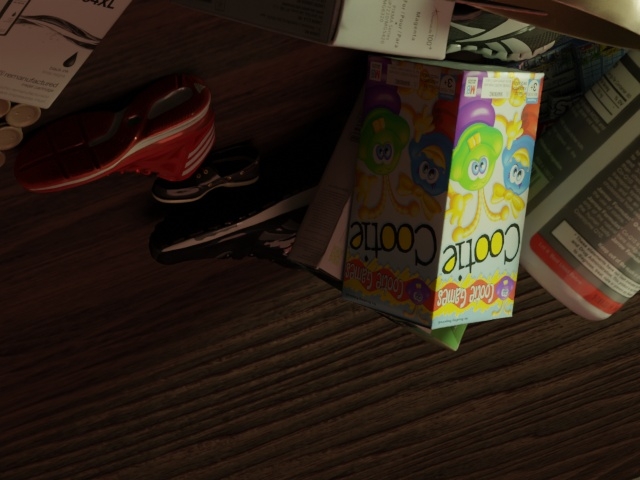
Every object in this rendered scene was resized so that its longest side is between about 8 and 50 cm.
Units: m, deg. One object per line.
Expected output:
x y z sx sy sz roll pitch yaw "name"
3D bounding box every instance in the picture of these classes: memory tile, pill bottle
-0.366 -0.116 1.386 0.148 0.012 0.113 10 135 -43 "memory tile"
0.379 -0.097 1.578 0.363 0.210 0.210 -45 145 16 "pill bottle"

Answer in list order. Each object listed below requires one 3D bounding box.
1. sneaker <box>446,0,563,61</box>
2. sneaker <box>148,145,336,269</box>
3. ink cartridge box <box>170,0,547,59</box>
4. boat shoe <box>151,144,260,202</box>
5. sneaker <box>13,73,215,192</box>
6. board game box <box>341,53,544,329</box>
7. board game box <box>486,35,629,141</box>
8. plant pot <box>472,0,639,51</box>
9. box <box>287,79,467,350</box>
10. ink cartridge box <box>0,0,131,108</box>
0.187 -0.254 1.499 0.234 0.078 0.106 -5 147 -27 "sneaker"
-0.058 -0.005 1.635 0.283 0.107 0.124 -20 116 -7 "sneaker"
0.030 -0.217 1.278 0.239 0.275 0.060 2 104 -37 "ink cartridge box"
-0.131 -0.079 1.577 0.133 0.049 0.042 -16 143 -19 "boat shoe"
-0.209 -0.084 1.477 0.221 0.087 0.128 -21 148 -3 "sneaker"
0.133 -0.058 1.512 0.144 0.142 0.275 -5 106 -44 "board game box"
0.314 -0.168 1.677 0.194 0.060 0.194 -22 128 -5 "board game box"
0.211 -0.311 1.289 0.284 0.284 0.191 11 99 -45 "plant pot"
0.113 -0.022 1.658 0.322 0.058 0.232 33 79 -47 "box"
-0.262 -0.224 1.220 0.148 0.086 0.203 9 136 -43 "ink cartridge box"
